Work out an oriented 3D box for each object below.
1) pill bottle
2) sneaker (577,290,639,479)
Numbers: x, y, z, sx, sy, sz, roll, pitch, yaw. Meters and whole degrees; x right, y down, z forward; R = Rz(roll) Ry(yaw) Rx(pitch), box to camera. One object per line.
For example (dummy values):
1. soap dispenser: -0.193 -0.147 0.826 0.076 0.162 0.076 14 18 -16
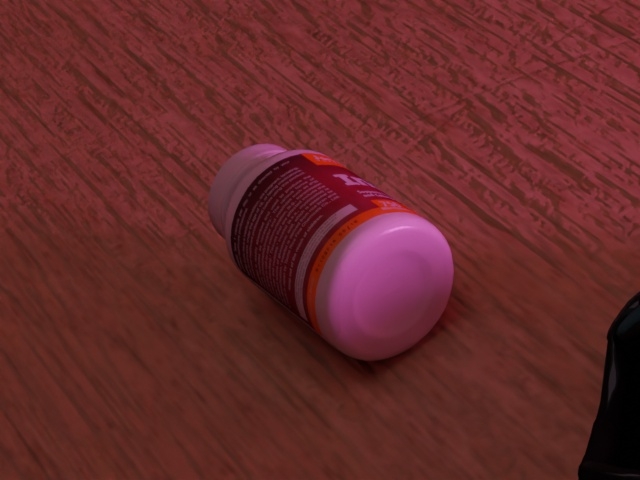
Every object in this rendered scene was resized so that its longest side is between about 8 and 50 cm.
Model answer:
1. pill bottle: 0.000 0.000 1.061 0.086 0.086 0.152 -35 38 -16
2. sneaker: 0.203 0.048 0.859 0.108 0.121 0.302 5 44 33
